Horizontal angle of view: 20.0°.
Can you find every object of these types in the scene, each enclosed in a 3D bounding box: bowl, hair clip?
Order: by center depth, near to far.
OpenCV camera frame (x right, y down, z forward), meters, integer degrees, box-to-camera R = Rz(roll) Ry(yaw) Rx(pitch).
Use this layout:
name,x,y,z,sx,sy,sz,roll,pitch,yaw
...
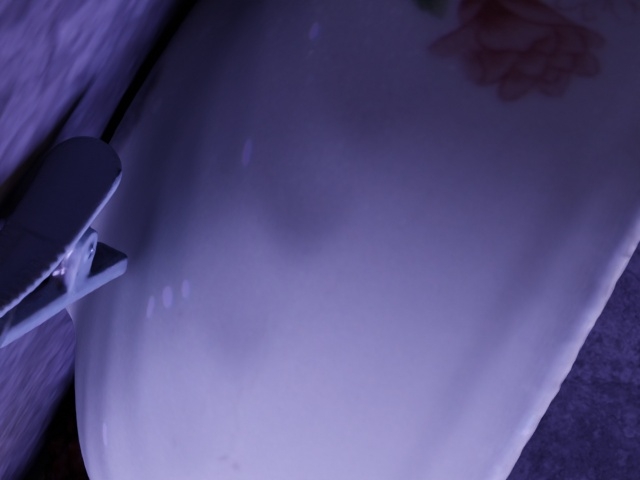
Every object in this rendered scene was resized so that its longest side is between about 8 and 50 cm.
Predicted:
name,x,y,z,sx,sy,sz,roll,pitch,yaw
hair clip,-0.077,0.009,0.425,0.115,0.030,0.039,-56,158,-63
bowl,0.013,-0.003,0.565,0.277,0.145,0.277,-59,178,-4

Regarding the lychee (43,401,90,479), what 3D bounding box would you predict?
name,x,y,z,sx,sy,sz,roll,pitch,yaw
lychee,-0.025,0.098,0.756,0.188,0.188,0.188,-58,177,-5
